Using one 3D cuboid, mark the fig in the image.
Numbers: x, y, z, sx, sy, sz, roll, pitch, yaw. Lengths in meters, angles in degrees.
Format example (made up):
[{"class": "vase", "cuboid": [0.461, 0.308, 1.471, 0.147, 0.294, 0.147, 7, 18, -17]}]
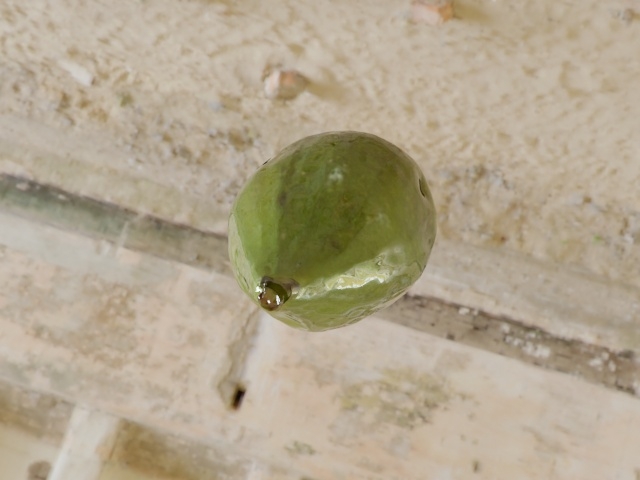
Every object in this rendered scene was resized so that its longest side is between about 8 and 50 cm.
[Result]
[{"class": "fig", "cuboid": [-0.011, -0.016, 1.035, 0.233, 0.233, 0.314, 8, -179, 35]}]
